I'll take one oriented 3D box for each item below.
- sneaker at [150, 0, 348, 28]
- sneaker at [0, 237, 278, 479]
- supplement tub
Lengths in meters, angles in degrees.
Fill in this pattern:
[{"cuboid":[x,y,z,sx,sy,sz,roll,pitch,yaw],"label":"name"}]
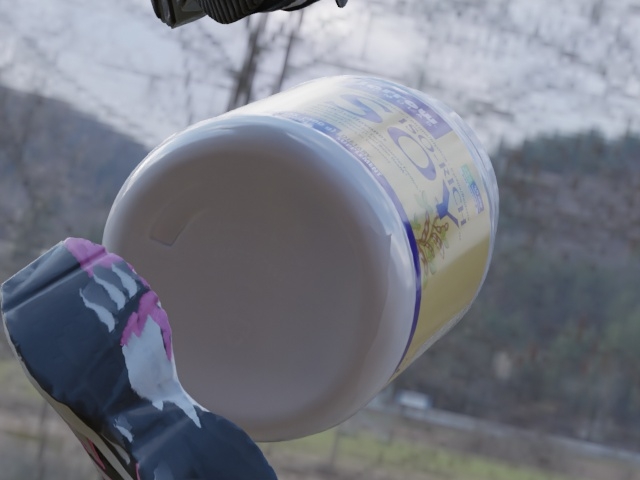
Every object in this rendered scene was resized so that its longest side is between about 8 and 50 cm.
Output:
[{"cuboid":[-0.023,-0.202,1.176,0.146,0.122,0.330,-11,8,-11],"label":"sneaker"},{"cuboid":[-0.090,0.084,0.865,0.072,0.178,0.077,-25,-24,-23],"label":"sneaker"},{"cuboid":[0.000,0.000,1.465,0.241,0.241,0.331,11,16,18],"label":"supplement tub"}]
